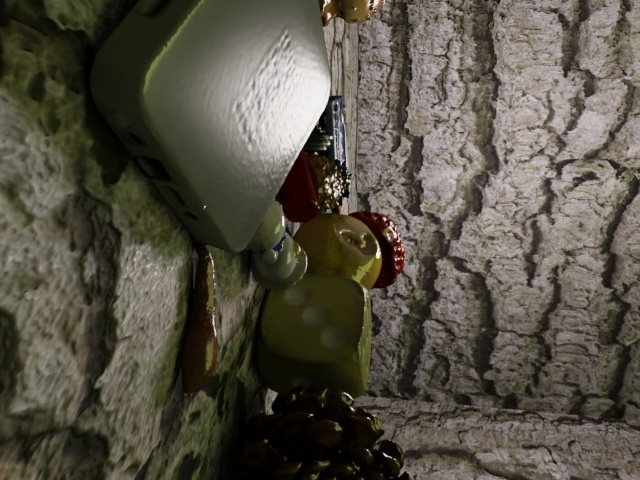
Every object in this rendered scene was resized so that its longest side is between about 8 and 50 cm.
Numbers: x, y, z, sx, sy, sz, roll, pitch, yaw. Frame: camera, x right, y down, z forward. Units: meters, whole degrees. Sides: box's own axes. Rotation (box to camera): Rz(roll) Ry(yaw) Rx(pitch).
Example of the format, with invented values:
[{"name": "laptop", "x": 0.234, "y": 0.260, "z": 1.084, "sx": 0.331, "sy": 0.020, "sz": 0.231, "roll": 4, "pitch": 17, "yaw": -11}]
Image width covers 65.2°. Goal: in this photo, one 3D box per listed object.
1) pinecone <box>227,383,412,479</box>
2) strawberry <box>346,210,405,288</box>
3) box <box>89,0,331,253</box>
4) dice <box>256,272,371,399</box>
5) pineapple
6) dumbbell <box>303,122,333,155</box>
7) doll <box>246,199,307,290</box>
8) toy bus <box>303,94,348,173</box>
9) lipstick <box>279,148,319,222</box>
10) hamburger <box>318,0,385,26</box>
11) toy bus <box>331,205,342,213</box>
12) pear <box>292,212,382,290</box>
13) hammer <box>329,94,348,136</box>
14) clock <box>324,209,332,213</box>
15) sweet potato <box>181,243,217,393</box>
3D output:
[{"name": "pinecone", "x": -0.012, "y": 0.453, "z": 0.977, "sx": 0.384, "sy": 0.384, "sz": 0.385, "roll": 2, "pitch": 90, "yaw": -80}, {"name": "strawberry", "x": 0.161, "y": 0.004, "z": 1.794, "sx": 0.295, "sy": 0.317, "sz": 0.345, "roll": -47, "pitch": 161, "yaw": -29}, {"name": "box", "x": -0.109, "y": -0.208, "z": 0.681, "sx": 0.373, "sy": 0.090, "sz": 0.367, "roll": -62, "pitch": 160, "yaw": -22}, {"name": "dice", "x": -0.006, "y": 0.228, "z": 1.159, "sx": 0.227, "sy": 0.238, "sz": 0.233, "roll": 80, "pitch": 16, "yaw": -50}, {"name": "pineapple", "x": 0.003, "y": -0.139, "z": 1.265, "sx": 0.278, "sy": 0.157, "sz": 0.158, "roll": -11, "pitch": 104, "yaw": -64}, {"name": "dumbbell", "x": -0.028, "y": -0.202, "z": 1.377, "sx": 0.110, "sy": 0.110, "sz": 0.255, "roll": -56, "pitch": 153, "yaw": -72}, {"name": "doll", "x": -0.096, "y": 0.004, "z": 0.944, "sx": 0.293, "sy": 0.119, "sz": 0.138, "roll": 76, "pitch": -4, "yaw": -58}, {"name": "toy bus", "x": 0.010, "y": -0.273, "z": 1.484, "sx": 0.133, "sy": 0.125, "sz": 0.292, "roll": -54, "pitch": 144, "yaw": -63}, {"name": "lipstick", "x": -0.058, "y": -0.145, "z": 1.048, "sx": 0.280, "sy": 0.073, "sz": 0.073, "roll": -104, "pitch": -175, "yaw": -47}, {"name": "hamburger", "x": 0.023, "y": -0.661, "z": 1.103, "sx": 0.446, "sy": 0.268, "sz": 0.287, "roll": 84, "pitch": 16, "yaw": -44}, {"name": "toy bus", "x": 0.037, "y": -0.173, "z": 1.792, "sx": 0.194, "sy": 0.083, "sz": 0.088, "roll": 75, "pitch": 20, "yaw": -62}, {"name": "pear", "x": 0.034, "y": 0.055, "z": 1.330, "sx": 0.271, "sy": 0.271, "sz": 0.271, "roll": 2, "pitch": 90, "yaw": -80}, {"name": "hammer", "x": 0.015, "y": -0.413, "z": 1.577, "sx": 0.202, "sy": 0.113, "sz": 0.306, "roll": -81, "pitch": 164, "yaw": -48}, {"name": "clock", "x": 0.000, "y": 0.000, "z": 1.665, "sx": 0.159, "sy": 0.065, "sz": 0.211, "roll": -47, "pitch": 139, "yaw": -75}, {"name": "sweet potato", "x": -0.173, "y": 0.112, "z": 0.731, "sx": 0.050, "sy": 0.050, "sz": 0.214, "roll": 63, "pitch": 27, "yaw": -71}]
